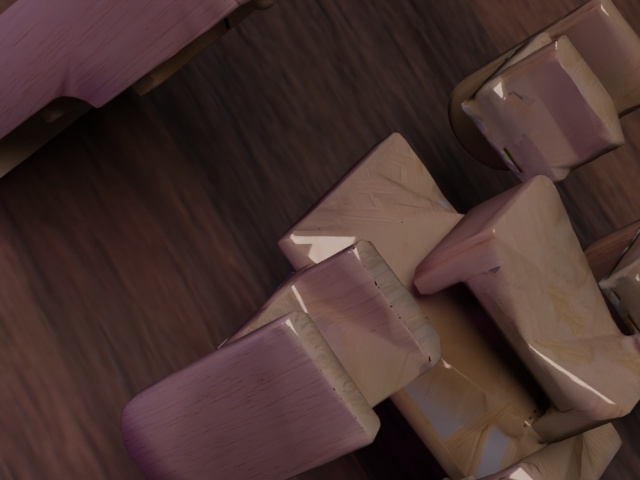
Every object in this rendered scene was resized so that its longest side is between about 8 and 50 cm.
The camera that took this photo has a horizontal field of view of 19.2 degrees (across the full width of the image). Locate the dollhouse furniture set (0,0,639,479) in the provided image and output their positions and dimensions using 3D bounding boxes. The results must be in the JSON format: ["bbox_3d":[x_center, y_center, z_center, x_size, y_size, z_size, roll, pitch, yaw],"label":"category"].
[{"bbox_3d":[0.000,0.000,1.021,0.394,0.256,0.362,54,44,-8],"label":"dollhouse furniture set"}]
